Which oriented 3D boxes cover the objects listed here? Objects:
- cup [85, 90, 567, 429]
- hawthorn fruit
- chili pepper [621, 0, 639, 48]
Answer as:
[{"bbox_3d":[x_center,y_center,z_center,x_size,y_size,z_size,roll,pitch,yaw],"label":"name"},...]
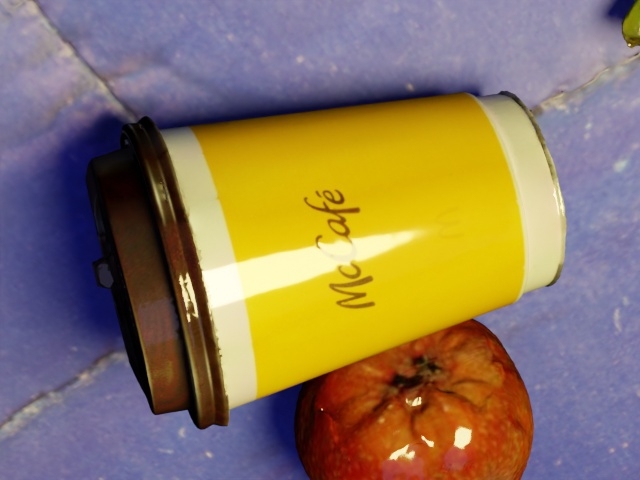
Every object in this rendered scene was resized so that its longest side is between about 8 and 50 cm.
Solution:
[{"bbox_3d":[0.000,0.000,0.908,0.279,0.196,0.196,-13,127,-10],"label":"cup"},{"bbox_3d":[0.069,0.132,1.037,0.173,0.173,0.179,-37,149,16],"label":"hawthorn fruit"},{"bbox_3d":[0.251,-0.203,0.886,0.051,0.050,0.202,26,116,-7],"label":"chili pepper"}]
